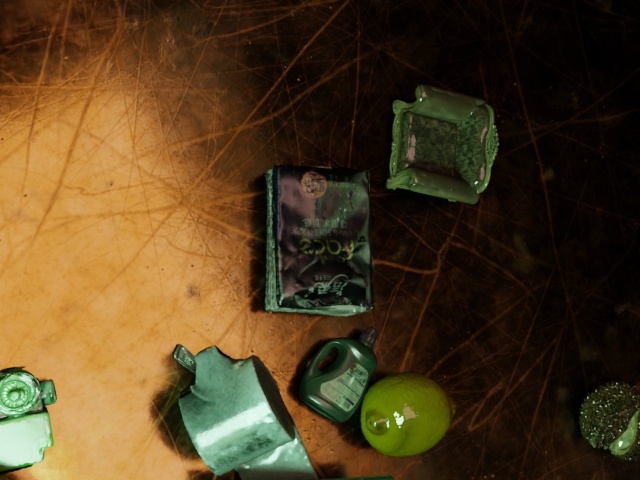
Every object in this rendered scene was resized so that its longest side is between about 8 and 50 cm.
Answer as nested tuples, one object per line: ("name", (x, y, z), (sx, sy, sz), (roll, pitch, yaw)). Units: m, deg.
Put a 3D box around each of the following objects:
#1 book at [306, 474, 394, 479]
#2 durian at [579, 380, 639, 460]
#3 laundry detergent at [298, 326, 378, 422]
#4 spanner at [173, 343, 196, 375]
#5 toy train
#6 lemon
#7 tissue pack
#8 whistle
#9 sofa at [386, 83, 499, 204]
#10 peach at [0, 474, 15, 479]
("book", (-0.042, 0.601, 1.769), (0.371, 0.043, 0.260), (4, 112, -24))
("durian", (0.738, 0.436, 2.108), (0.196, 0.167, 0.196), (-9, 120, -15))
("laundry detergent", (0.052, 0.279, 1.899), (0.144, 0.078, 0.221), (34, 72, -11))
("spanner", (-0.185, 0.332, 1.822), (0.325, 0.026, 0.093), (44, 72, -10))
("toy train", (-0.608, 0.339, 1.593), (0.243, 0.132, 0.188), (-10, 91, -21))
("lemon", (0.191, 0.379, 1.888), (0.248, 0.184, 0.184), (-1, 83, -37))
("tissue pack", (0.000, 0.000, 1.894), (0.245, 0.123, 0.332), (3, 82, -20))
("whistle", (-0.138, 0.390, 1.745), (0.168, 0.188, 0.404), (-26, 131, 2))
("sofa", (0.282, -0.223, 2.009), (0.200, 0.182, 0.258), (10, 79, -20))
("peach", (-0.611, 0.587, 1.462), (0.373, 0.290, 0.372), (-28, 134, -34))
